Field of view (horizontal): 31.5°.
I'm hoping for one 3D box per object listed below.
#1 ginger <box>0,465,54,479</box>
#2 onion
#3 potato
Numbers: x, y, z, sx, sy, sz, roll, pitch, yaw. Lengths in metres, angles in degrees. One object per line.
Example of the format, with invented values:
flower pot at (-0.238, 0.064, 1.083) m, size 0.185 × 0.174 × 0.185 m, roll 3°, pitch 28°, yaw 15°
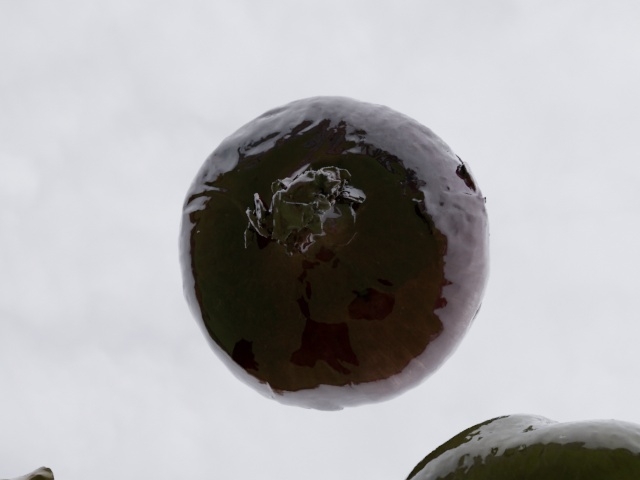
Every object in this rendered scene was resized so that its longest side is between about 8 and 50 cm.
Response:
ginger at (-0.352, 0.319, 1.154) m, size 0.123 × 0.270 × 0.219 m, roll 37°, pitch -116°, yaw 19°
onion at (0.000, 0.000, 1.173) m, size 0.347 × 0.285 × 0.348 m, roll -4°, pitch -108°, yaw 12°
potato at (0.150, 0.204, 0.754) m, size 0.251 × 0.159 × 0.174 m, roll -2°, pitch -103°, yaw 33°
